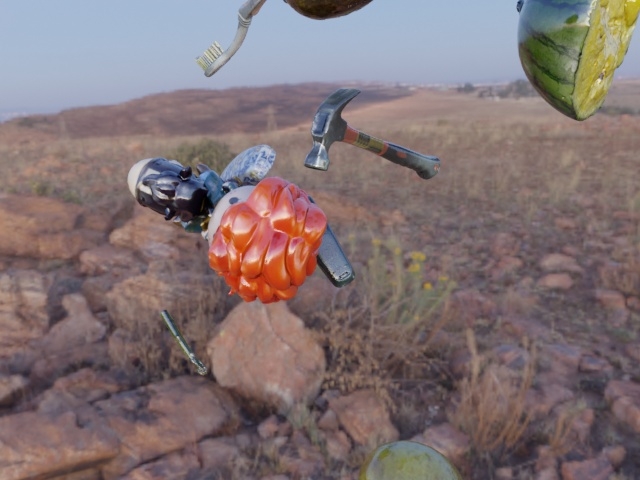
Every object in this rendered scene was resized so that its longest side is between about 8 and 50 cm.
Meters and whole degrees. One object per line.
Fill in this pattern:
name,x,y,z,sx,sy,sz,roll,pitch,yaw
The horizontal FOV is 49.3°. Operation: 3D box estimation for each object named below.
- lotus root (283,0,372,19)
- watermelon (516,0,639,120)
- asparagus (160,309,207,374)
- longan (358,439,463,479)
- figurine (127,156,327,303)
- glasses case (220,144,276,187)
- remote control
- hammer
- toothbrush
lotus root,0.014,-0.357,0.943,0.120,0.120,0.209,-15,10,-43
watermelon,0.458,-0.396,1.264,0.189,0.331,0.330,32,30,31
asparagus,-0.222,0.166,1.128,0.018,0.127,0.015,-34,-14,-12
longan,0.132,0.355,0.993,0.145,0.155,0.176,-29,5,15
figurine,-0.173,-0.044,1.303,0.411,0.241,0.306,30,-11,20
glasses case,-0.172,-0.158,1.586,0.065,0.087,0.248,29,-17,-21
remote control,0.000,0.000,1.500,0.072,0.222,0.042,-32,-6,-8
hammer,0.085,-0.126,0.957,0.033,0.111,0.287,15,2,38
toothbrush,-0.065,-0.284,0.802,0.028,0.037,0.375,-48,12,-33
